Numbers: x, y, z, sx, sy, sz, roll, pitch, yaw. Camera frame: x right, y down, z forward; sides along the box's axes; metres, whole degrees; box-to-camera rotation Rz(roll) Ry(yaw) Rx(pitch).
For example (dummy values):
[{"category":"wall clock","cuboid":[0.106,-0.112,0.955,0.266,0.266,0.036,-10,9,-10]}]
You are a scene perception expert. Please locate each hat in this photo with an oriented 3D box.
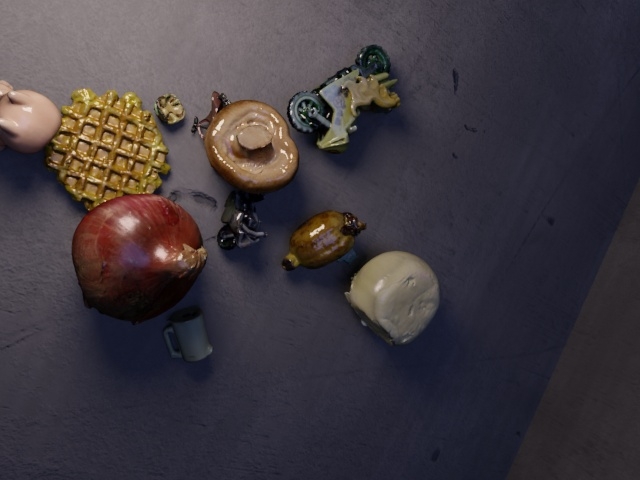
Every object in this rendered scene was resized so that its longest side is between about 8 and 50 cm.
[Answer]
[{"category":"hat","cuboid":[-0.429,-0.366,1.216,0.076,0.059,0.077,-42,122,-31]}]

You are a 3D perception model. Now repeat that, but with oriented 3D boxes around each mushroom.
[{"category":"mushroom","cuboid":[-0.189,-0.267,1.242,0.278,0.146,0.279,3,80,-20]}]

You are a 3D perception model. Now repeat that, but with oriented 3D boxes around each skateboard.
[{"category":"skateboard","cuboid":[-0.323,-0.362,1.268,0.080,0.067,0.152,17,89,1]}]

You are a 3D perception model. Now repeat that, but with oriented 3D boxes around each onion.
[{"category":"onion","cuboid":[-0.478,0.048,1.163,0.353,0.353,0.354,-6,103,-25]}]

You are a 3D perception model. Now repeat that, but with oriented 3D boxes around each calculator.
[{"category":"calculator","cuboid":[0.081,0.031,1.576,0.141,0.019,0.094,46,77,-26]}]

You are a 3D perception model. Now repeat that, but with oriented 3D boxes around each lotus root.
[{"category":"lotus root","cuboid":[0.000,0.000,1.462,0.314,0.141,0.169,-30,107,-5]}]

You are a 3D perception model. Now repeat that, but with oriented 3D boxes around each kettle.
[{"category":"kettle","cuboid":[-0.412,0.298,1.346,0.126,0.098,0.148,-18,112,-28]}]

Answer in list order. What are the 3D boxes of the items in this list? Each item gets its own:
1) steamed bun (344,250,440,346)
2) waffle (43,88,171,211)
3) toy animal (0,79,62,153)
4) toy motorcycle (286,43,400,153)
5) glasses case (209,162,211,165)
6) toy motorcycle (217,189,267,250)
[{"category":"steamed bun","cuboid":[0.264,0.193,1.584,0.312,0.233,0.334,-40,124,-16]},{"category":"waffle","cuboid":[-0.575,-0.240,1.166,0.302,0.068,0.325,-30,111,-18]},{"category":"toy animal","cuboid":[-0.706,-0.283,0.998,0.167,0.250,0.154,-67,151,-10]},{"category":"toy motorcycle","cuboid":[0.090,-0.442,1.396,0.410,0.168,0.237,-40,117,-14]},{"category":"glasses case","cuboid":[-0.269,-0.299,1.313,0.073,0.049,0.195,26,89,-29]},{"category":"toy motorcycle","cuboid":[-0.221,-0.084,1.327,0.106,0.159,0.271,27,90,-50]}]
